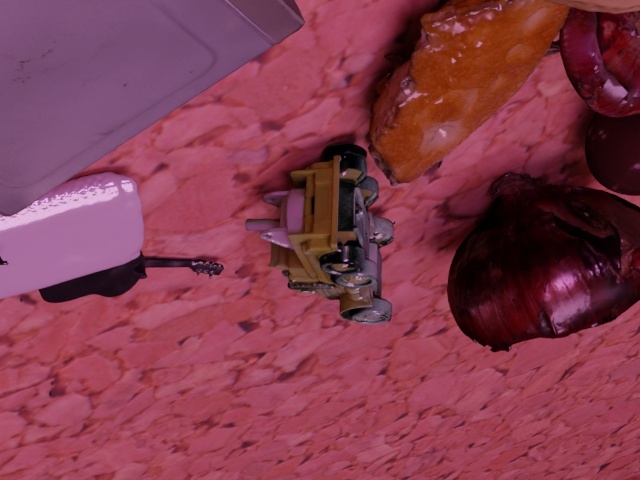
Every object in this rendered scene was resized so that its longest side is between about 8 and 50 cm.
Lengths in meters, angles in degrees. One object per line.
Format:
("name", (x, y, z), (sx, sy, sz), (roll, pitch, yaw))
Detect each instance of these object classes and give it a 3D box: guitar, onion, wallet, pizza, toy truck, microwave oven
("guitar", (-0.193, 0.030, 1.607), (0.233, 0.025, 0.088), (3, 138, -44))
("onion", (0.271, 0.006, 1.809), (0.272, 0.195, 0.272), (-19, -161, 7))
("wallet", (-0.260, -0.004, 1.461), (0.183, 0.032, 0.124), (-18, 140, -17))
("pizza", (0.136, -0.172, 1.468), (0.182, 0.074, 0.365), (-10, 151, -33))
("toy truck", (0.004, 0.001, 1.654), (0.135, 0.128, 0.259), (-4, 160, 14))
("onion", (0.277, -0.192, 1.525), (0.150, 0.150, 0.140), (-2, 174, -40))
("microwave oven", (-0.222, -0.209, 0.913), (0.286, 0.218, 0.355), (-31, 154, 14))

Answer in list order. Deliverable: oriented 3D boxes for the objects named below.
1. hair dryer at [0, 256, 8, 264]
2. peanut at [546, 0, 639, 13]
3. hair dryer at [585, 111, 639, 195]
("hair dryer", (-0.381, -0.025, 1.268), (0.304, 0.120, 0.359), (-52, 150, 18))
("peanut", (0.185, -0.265, 1.229), (0.319, 0.147, 0.147), (4, 145, -18))
("hair dryer", (0.463, -0.183, 1.688), (0.340, 0.123, 0.312), (-31, 173, -19))
